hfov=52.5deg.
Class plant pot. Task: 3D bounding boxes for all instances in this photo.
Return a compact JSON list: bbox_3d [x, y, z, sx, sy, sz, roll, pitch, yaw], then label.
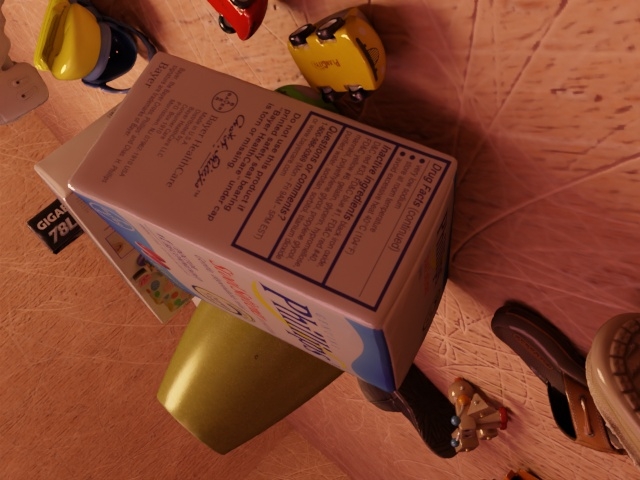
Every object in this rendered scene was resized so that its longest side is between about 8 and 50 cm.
[{"bbox_3d":[-0.098,0.169,0.998,0.274,0.293,0.275,38,167,10],"label":"plant pot"}]

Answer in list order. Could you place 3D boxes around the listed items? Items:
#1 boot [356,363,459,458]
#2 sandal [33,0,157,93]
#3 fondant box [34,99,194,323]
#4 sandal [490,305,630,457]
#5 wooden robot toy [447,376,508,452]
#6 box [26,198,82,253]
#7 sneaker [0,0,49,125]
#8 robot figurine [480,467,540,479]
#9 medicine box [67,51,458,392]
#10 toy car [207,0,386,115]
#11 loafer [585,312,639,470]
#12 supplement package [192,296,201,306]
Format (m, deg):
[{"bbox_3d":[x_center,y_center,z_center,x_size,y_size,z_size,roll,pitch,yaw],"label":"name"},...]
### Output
[{"bbox_3d":[0.140,0.280,1.098,0.190,0.076,0.208,59,158,11],"label":"boot"},{"bbox_3d":[-0.334,-0.283,0.955,0.138,0.126,0.317,11,-160,-35],"label":"sandal"},{"bbox_3d":[-0.231,-0.055,0.979,0.096,0.238,0.330,36,159,33],"label":"fondant box"},{"bbox_3d":[0.239,0.150,0.604,0.219,0.060,0.090,43,162,15],"label":"sandal"},{"bbox_3d":[0.205,0.225,0.880,0.173,0.076,0.079,74,-176,-55],"label":"wooden robot toy"},{"bbox_3d":[-0.393,-0.092,1.196,0.073,0.293,0.295,50,163,-12],"label":"box"},{"bbox_3d":[-0.435,-0.292,0.849,0.210,0.366,0.137,34,176,-34],"label":"sneaker"},{"bbox_3d":[0.351,0.441,0.929,0.291,0.085,0.211,38,160,26],"label":"robot figurine"},{"bbox_3d":[-0.032,-0.003,0.615,0.289,0.149,0.263,24,163,18],"label":"medicine box"},{"bbox_3d":[-0.019,-0.150,0.585,0.239,0.053,0.225,39,161,27],"label":"toy car"},{"bbox_3d":[0.283,0.165,0.466,0.268,0.102,0.092,47,157,2],"label":"loafer"},{"bbox_3d":[-0.160,0.106,1.307,0.203,0.149,0.194,37,160,30],"label":"supplement package"}]
